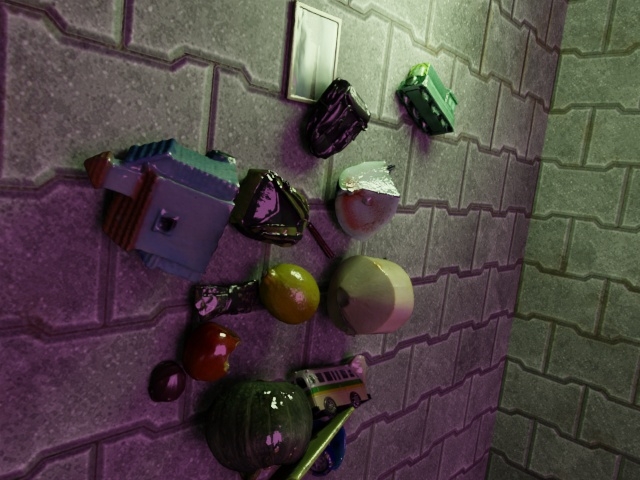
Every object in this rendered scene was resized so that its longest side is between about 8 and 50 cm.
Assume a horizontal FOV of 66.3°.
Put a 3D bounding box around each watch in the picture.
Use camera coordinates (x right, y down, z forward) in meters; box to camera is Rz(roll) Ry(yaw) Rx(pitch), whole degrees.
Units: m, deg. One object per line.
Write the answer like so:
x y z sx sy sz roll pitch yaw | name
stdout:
0.006 0.765 1.844 0.200 0.171 0.195 -16 111 -60 | watch

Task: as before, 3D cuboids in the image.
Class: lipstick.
0.000 0.000 1.720 0.027 0.027 0.176 -55 133 -23 | lipstick

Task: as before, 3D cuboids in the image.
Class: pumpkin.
-0.177 0.552 1.482 0.328 0.292 0.257 40 42 -62 | pumpkin

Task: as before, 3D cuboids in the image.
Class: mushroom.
0.144 0.549 1.978 0.097 0.088 0.212 -73 158 -57 | mushroom

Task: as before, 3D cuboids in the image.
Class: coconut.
0.175 0.203 1.770 0.323 0.323 0.322 -15 111 -45 | coconut

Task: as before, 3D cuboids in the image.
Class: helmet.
-0.411 0.397 1.343 0.098 0.070 0.123 -3 101 -48 | helmet

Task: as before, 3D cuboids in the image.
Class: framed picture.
-0.019 -0.578 1.552 0.213 0.016 0.288 -4 103 -47 | framed picture

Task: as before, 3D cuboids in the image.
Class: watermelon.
0.174 -0.124 1.737 0.320 0.214 0.289 -23 119 -55 | watermelon

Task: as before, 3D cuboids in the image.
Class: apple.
-0.312 0.313 1.370 0.147 0.156 0.158 37 84 -36 | apple

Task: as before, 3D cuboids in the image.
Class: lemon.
-0.099 0.163 1.537 0.184 0.184 0.248 -59 139 -19 | lemon

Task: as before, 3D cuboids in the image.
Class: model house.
-0.392 -0.097 1.156 0.330 0.251 0.294 18 110 -26 | model house

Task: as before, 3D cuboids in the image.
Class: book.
-0.043 0.678 1.562 0.035 0.239 0.352 50 38 8 | book

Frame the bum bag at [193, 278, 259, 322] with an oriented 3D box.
-0.271 0.174 1.438 0.248 0.069 0.102 -3 80 -48 | bum bag

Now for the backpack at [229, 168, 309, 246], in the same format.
-0.138 -0.087 1.460 0.253 0.140 0.206 29 81 -43 | backpack

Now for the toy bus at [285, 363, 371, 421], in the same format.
0.025 0.548 1.772 0.306 0.143 0.179 9 50 -47 | toy bus

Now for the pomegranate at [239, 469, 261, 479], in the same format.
-0.198 0.707 1.610 0.169 0.122 0.143 -41 147 18 | pomegranate

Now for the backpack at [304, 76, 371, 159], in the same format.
0.048 -0.383 1.595 0.258 0.133 0.206 -51 137 -2 | backpack

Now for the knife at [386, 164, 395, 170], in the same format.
0.257 -0.283 1.931 0.121 0.018 0.031 -25 119 -43 | knife

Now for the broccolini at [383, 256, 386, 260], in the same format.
0.252 0.177 2.042 0.044 0.042 0.218 1 93 -46 | broccolini

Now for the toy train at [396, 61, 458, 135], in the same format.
0.439 -0.570 1.976 0.330 0.139 0.178 39 62 -43 | toy train
